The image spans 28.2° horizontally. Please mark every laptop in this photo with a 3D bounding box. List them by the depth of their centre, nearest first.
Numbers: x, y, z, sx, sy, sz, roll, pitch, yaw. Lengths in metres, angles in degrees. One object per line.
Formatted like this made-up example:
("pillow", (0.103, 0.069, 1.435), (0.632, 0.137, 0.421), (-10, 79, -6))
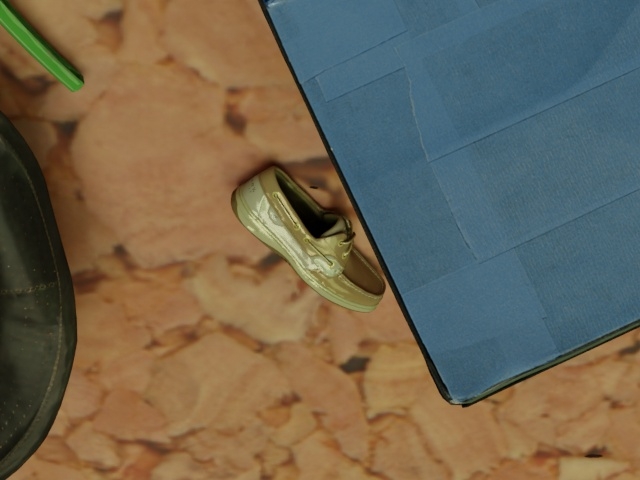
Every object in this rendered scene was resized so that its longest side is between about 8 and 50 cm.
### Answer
("laptop", (0.149, -0.191, 0.584), (0.381, 0.236, 0.408), (-25, 139, -2))

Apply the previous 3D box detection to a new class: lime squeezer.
("lime squeezer", (-0.216, -0.225, 0.751), (0.109, 0.059, 0.310), (-19, 125, -25))

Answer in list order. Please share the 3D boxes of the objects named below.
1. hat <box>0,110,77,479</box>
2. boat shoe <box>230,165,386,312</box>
("hat", (-0.319, 0.023, 0.847), (0.331, 0.134, 0.332), (-4, 108, -12))
("boat shoe", (0.000, 0.000, 0.891), (0.135, 0.050, 0.045), (37, 121, -22))
